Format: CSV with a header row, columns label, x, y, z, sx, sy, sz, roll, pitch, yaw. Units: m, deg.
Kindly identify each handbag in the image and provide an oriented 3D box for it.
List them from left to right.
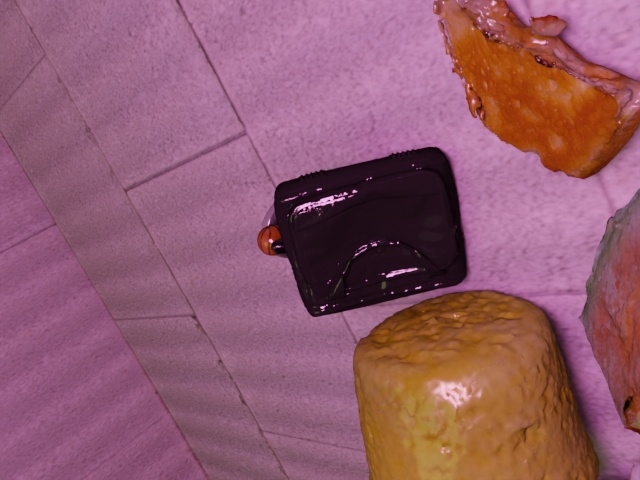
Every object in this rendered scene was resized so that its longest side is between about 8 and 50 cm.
label,x,y,z,sx,sy,sz,roll,pitch,yaw
handbag,0.081,-0.005,1.076,0.088,0.275,0.244,-101,-3,-61

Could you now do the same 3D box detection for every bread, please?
label,x,y,z,sx,sy,sz,roll,pitch,yaw
bread,0.226,0.256,1.061,0.348,0.348,0.308,4,110,49

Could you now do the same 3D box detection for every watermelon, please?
label,x,y,z,sx,sy,sz,roll,pitch,yaw
watermelon,0.424,0.113,0.807,0.151,0.302,0.264,5,132,2

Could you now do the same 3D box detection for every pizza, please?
label,x,y,z,sx,sy,sz,roll,pitch,yaw
pizza,0.248,-0.198,0.851,0.297,0.071,0.189,40,156,26

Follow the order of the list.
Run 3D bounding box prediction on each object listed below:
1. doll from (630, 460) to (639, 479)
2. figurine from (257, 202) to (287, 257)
label,x,y,z,sx,sy,sz,roll,pitch,yaw
doll,0.421,0.413,1.130,0.208,0.144,0.272,22,142,9
figurine,0.000,0.000,1.234,0.236,0.176,0.133,18,118,46
